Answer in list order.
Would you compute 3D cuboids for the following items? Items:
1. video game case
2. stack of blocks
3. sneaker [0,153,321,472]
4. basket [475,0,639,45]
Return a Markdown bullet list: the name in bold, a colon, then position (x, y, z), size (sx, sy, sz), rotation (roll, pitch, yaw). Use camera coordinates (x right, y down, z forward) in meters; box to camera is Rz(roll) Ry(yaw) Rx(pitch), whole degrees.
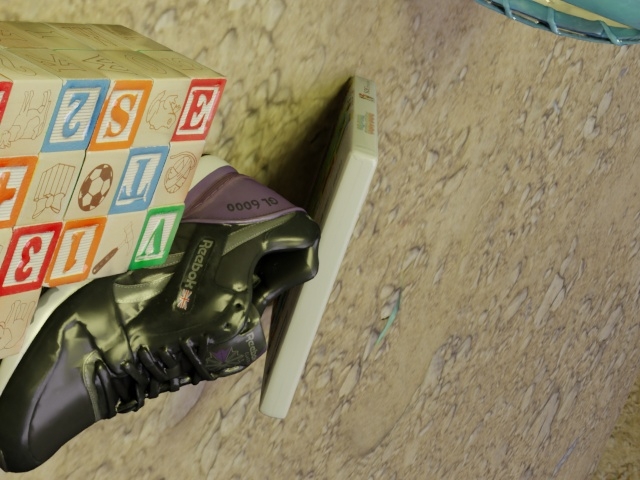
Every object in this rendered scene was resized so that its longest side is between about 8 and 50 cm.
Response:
- **video game case**: position (0.000, 0.000, 1.257), size (0.206, 0.026, 0.227), rotation (-86, -166, -68)
- **stack of blocks**: position (-0.184, -0.027, 0.858), size (0.297, 0.087, 0.171), rotation (-13, 128, -62)
- **sneaker**: position (-0.108, 0.059, 1.080), size (0.283, 0.124, 0.107), rotation (-50, 155, -28)
- **basket**: position (0.189, -0.251, 1.199), size (0.289, 0.255, 0.201), rotation (-49, 159, -58)
